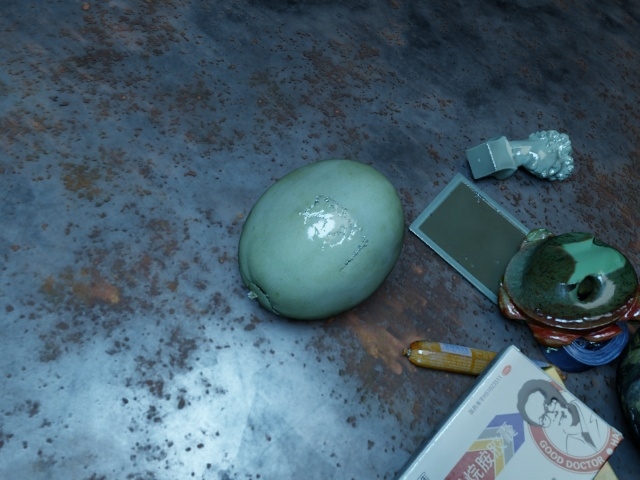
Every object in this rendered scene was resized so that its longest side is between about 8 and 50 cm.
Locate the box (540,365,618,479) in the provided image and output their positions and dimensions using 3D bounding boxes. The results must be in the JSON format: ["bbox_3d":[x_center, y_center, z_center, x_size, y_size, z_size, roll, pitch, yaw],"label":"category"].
[{"bbox_3d":[0.396,0.386,0.792,0.174,0.076,0.273,-24,71,1],"label":"box"}]

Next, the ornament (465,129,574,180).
[{"bbox_3d":[0.495,-0.213,1.117,0.286,0.120,0.130,-1,85,-15],"label":"ornament"}]

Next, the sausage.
[{"bbox_3d":[0.327,0.245,0.887,0.348,0.053,0.053,11,62,-9],"label":"sausage"}]

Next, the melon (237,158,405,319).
[{"bbox_3d":[0.000,0.000,0.809,0.330,0.268,0.268,-36,77,-18],"label":"melon"}]

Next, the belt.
[{"bbox_3d":[0.563,0.193,0.952,0.190,0.082,0.141,-24,68,-22],"label":"belt"}]

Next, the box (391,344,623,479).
[{"bbox_3d":[0.288,0.376,0.735,0.214,0.069,0.353,42,79,17],"label":"box"}]

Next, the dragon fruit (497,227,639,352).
[{"bbox_3d":[0.508,0.087,0.908,0.296,0.130,0.268,-22,34,-12],"label":"dragon fruit"}]

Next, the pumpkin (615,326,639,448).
[{"bbox_3d":[0.748,0.319,0.774,0.455,0.344,0.454,30,35,-24],"label":"pumpkin"}]

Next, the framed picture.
[{"bbox_3d":[0.375,0.001,1.039,0.296,0.019,0.232,43,63,8],"label":"framed picture"}]
